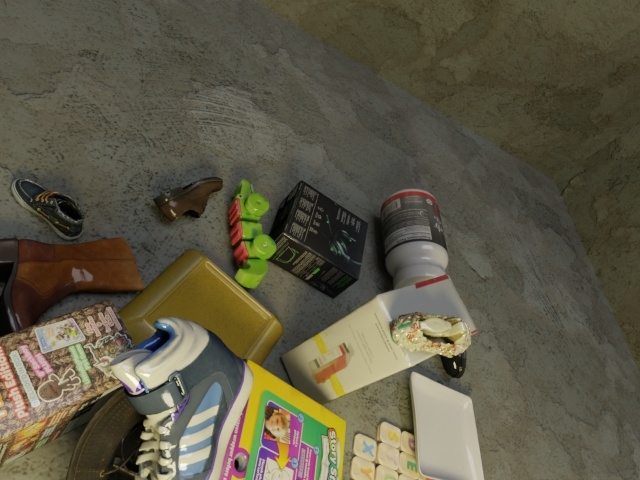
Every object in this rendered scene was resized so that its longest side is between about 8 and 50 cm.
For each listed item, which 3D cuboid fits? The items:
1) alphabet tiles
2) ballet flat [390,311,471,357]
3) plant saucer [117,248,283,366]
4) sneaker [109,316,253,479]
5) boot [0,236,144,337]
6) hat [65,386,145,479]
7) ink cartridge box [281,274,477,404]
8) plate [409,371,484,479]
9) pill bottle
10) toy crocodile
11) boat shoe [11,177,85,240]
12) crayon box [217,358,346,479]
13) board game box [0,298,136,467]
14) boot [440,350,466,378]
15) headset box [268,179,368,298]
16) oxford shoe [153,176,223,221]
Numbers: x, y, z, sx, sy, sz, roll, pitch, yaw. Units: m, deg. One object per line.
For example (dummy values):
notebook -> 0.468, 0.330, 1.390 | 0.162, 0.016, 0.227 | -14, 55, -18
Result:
alphabet tiles -> 0.190, 0.611, 1.187 | 0.278, 0.021, 0.284 | 31, 43, -17
ballet flat -> 0.243, 0.185, 0.948 | 0.241, 0.077, 0.091 | 7, 58, -38
plant saucer -> -0.261, 0.196, 1.097 | 0.333, 0.081, 0.332 | 42, 41, -6
sneaker -> -0.252, 0.277, 0.722 | 0.236, 0.130, 0.322 | 46, 53, -34
boot -> -0.509, 0.111, 0.979 | 0.281, 0.096, 0.264 | 1, 50, -48
hat -> -0.320, 0.403, 0.823 | 0.331, 0.134, 0.330 | 20, 65, -52
ink cartridge box -> 0.132, 0.251, 1.150 | 0.279, 0.385, 0.160 | -10, 69, -44
plate -> 0.346, 0.543, 1.334 | 0.277, 0.045, 0.277 | 30, 43, -28
pill bottle -> 0.320, 0.017, 1.620 | 0.210, 0.210, 0.362 | 22, 47, -25
toy crocodile -> -0.201, -0.023, 1.291 | 0.105, 0.115, 0.340 | 9, 53, -34
boat shoe -> -0.592, -0.087, 1.041 | 0.183, 0.083, 0.065 | 43, 41, -4
crayon box -> -0.095, 0.455, 0.869 | 0.313, 0.106, 0.362 | 44, 37, -31
board game box -> -0.473, 0.249, 0.764 | 0.291, 0.232, 0.141 | -21, 72, -47
boot -> 0.351, 0.307, 1.511 | 0.208, 0.094, 0.246 | 8, 73, -16
headset box -> 0.000, 0.000, 1.427 | 0.283, 0.131, 0.246 | 31, 43, -17
oxford shoe -> -0.342, -0.108, 1.284 | 0.227, 0.083, 0.096 | -37, 104, -48
